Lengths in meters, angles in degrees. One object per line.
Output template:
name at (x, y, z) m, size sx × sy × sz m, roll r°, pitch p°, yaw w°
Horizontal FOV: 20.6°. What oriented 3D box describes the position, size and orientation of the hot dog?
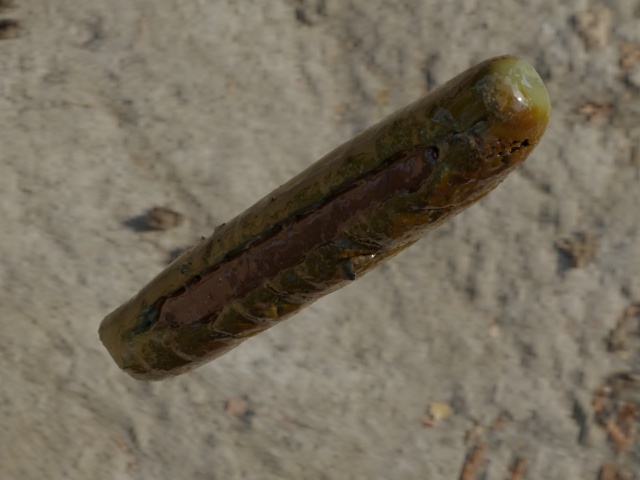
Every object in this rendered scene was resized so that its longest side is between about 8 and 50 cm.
hot dog at (-0.001, -0.003, 0.908) m, size 0.061 × 0.286 × 0.088 m, roll 60°, pitch 32°, yaw 3°
